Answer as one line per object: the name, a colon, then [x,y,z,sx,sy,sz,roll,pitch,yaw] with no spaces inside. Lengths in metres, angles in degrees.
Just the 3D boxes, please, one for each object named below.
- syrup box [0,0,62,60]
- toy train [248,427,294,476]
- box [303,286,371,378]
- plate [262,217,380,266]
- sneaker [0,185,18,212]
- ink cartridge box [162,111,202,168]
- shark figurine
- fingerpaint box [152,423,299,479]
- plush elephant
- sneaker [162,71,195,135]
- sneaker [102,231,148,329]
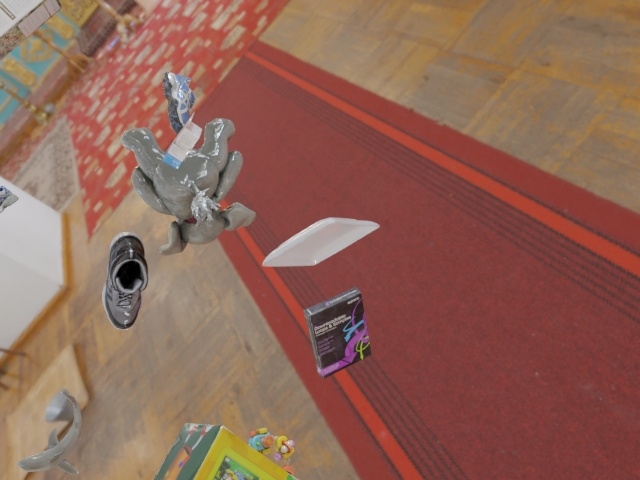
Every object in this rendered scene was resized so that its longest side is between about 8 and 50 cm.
syrup box: [-0.564,-0.367,1.007,0.237,0.096,0.093,-44,13,-8]
toy train: [-0.109,0.511,1.393,0.046,0.166,0.125,-23,36,48]
box: [0.036,0.181,1.162,0.116,0.162,0.029,-23,31,-18]
plate: [0.000,0.000,1.765,0.277,0.278,0.045,-30,73,29]
sneaker: [-0.792,-0.089,1.438,0.052,0.058,0.135,-26,23,18]
ink cartridge box: [-0.216,-0.160,0.953,0.083,0.028,0.048,-50,22,18]
shark figurine: [-0.760,0.590,1.745,0.278,0.166,0.116,-59,-2,0]
fingerpaint box: [-0.152,0.622,1.116,0.163,0.445,0.371,-18,37,48]
plush elephant: [-0.309,-0.104,1.466,0.272,0.255,0.329,-14,57,-15]
sneaker: [-0.410,-0.406,1.773,0.080,0.081,0.211,-32,66,55]
sneaker: [-0.490,0.123,1.494,0.153,0.101,0.268,-136,51,-62]
